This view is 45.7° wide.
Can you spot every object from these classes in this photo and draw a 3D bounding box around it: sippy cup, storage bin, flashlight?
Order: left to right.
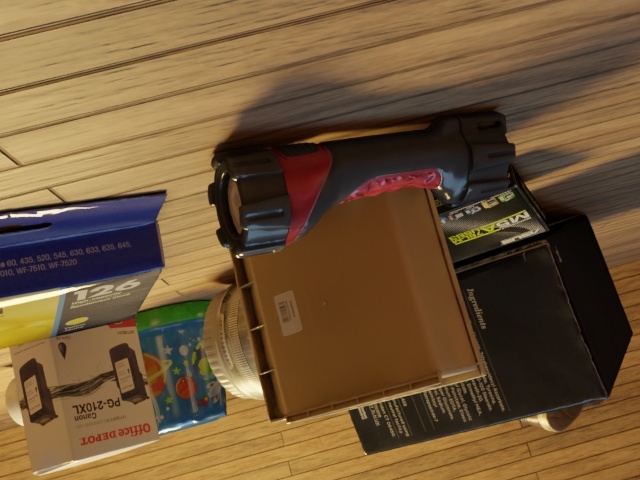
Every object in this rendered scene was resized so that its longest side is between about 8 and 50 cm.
[{"bbox_3d":[-0.284,0.254,1.470,0.306,0.224,0.240,-10,168,-25],"label":"sippy cup"},{"bbox_3d":[0.035,0.081,0.972,0.260,0.262,0.123,-22,166,30],"label":"storage bin"},{"bbox_3d":[0.048,-0.055,0.749,0.304,0.103,0.103,-9,166,-25],"label":"flashlight"}]

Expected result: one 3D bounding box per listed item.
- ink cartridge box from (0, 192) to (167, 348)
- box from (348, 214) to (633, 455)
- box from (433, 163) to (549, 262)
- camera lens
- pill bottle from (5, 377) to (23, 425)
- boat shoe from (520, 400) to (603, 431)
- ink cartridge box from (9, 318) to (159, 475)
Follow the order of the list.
[{"bbox_3d":[-0.333,0.054,0.829,0.304,0.072,0.307,-10,166,-25],"label":"ink cartridge box"},{"bbox_3d":[0.328,0.173,1.534,0.472,0.297,0.480,-24,176,28],"label":"box"},{"bbox_3d":[0.223,-0.030,1.128,0.191,0.045,0.184,-21,150,21],"label":"box"},{"bbox_3d":[-0.030,0.146,1.277,0.274,0.219,0.219,-18,169,29],"label":"camera lens"},{"bbox_3d":[-0.515,0.304,1.589,0.272,0.152,0.152,-20,167,18],"label":"pill bottle"},{"bbox_3d":[0.512,0.312,1.579,0.285,0.102,0.092,-22,-170,-42],"label":"boat shoe"},{"bbox_3d":[-0.354,0.209,1.135,0.100,0.237,0.172,-22,167,30],"label":"ink cartridge box"}]
